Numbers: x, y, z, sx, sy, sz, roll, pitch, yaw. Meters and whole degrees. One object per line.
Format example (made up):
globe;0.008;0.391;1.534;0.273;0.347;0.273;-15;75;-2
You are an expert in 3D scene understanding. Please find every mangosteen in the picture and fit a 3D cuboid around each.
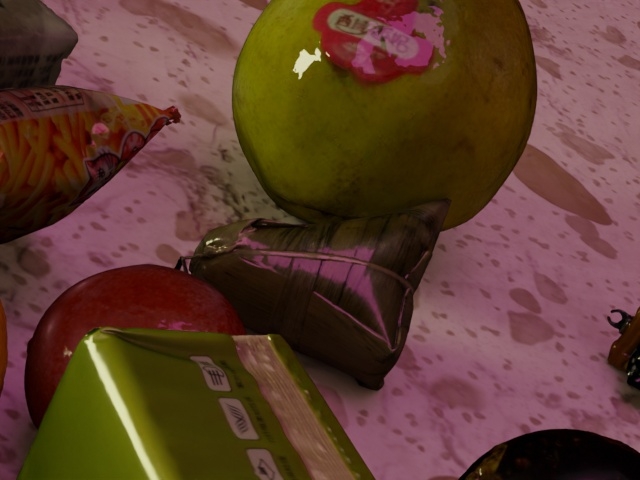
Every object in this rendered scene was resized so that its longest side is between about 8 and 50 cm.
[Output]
mangosteen;0.179;0.228;1.101;0.192;0.192;0.217;38;6;18

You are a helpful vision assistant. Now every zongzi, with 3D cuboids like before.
zongzi;-0.003;-0.001;1.337;0.205;0.094;0.204;24;58;0

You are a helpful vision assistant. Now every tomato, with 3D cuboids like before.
tomato;-0.117;0.091;1.078;0.167;0.167;0.167;21;29;-12

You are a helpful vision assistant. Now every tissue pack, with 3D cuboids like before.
tissue pack;-0.057;0.212;0.888;0.167;0.200;0.275;4;36;-38

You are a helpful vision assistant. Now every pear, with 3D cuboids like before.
pear;0.072;-0.165;1.498;0.287;0.287;0.375;24;63;-6

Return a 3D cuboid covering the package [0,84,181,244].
package;-0.269;-0.049;1.147;0.288;0.223;0.108;-10;79;-51

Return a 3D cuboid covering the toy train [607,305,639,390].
toy train;0.370;0.134;1.497;0.219;0.089;0.127;28;39;0

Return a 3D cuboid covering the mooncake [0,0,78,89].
mooncake;-0.371;-0.187;1.344;0.250;0.136;0.254;38;25;15

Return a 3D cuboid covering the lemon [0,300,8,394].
lemon;-0.270;0.074;1.001;0.142;0.142;0.187;9;48;-30
